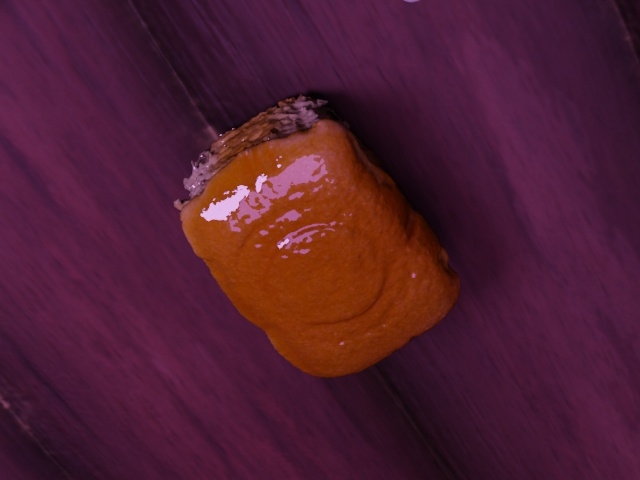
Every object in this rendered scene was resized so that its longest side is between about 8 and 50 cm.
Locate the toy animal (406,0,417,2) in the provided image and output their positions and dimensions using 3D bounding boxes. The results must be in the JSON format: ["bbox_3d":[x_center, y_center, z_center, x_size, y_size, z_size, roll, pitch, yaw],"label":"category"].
[{"bbox_3d":[0.181,-0.305,0.939,0.180,0.181,0.363,26,121,-12],"label":"toy animal"}]

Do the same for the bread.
[{"bbox_3d":[0.000,0.000,1.192,0.174,0.121,0.245,-26,123,17],"label":"bread"}]
